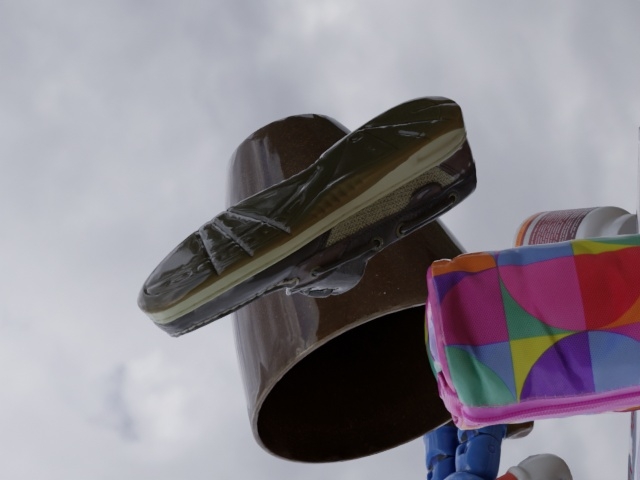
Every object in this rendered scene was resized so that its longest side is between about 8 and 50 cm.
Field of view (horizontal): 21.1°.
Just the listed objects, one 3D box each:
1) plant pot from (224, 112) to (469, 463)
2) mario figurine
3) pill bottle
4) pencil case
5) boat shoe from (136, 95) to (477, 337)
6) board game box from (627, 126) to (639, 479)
[{"bbox_3d":[0.013,0.019,1.344,0.215,0.215,0.230,13,-136,-43],"label":"plant pot"},{"bbox_3d":[0.160,0.316,1.746,0.170,0.198,0.321,7,-136,8],"label":"mario figurine"},{"bbox_3d":[0.263,0.010,1.685,0.086,0.152,0.086,2,-93,-31],"label":"pill bottle"},{"bbox_3d":[0.173,0.044,0.911,0.104,0.236,0.104,-7,-90,-83],"label":"pencil case"},{"bbox_3d":[0.000,-0.001,1.016,0.073,0.223,0.080,61,169,-26],"label":"boat shoe"},{"bbox_3d":[0.349,0.077,1.042,0.066,0.318,0.319,-84,-8,-58],"label":"board game box"}]
